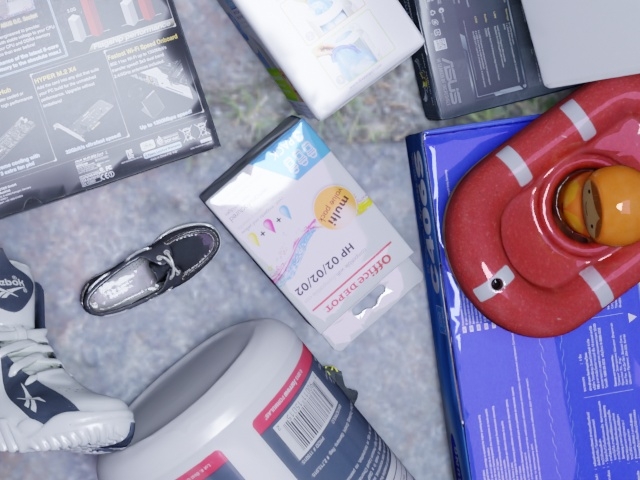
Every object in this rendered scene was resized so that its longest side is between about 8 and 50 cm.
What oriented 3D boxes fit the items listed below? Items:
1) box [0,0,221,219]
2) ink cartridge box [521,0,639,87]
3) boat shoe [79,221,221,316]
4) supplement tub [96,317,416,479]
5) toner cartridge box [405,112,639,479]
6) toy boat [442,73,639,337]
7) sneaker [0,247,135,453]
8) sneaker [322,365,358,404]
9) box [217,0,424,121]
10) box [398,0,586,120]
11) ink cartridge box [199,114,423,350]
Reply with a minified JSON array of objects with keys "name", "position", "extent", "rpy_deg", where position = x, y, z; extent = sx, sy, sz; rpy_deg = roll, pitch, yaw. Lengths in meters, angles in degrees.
[{"name":"box","position":[-0.259,-0.139,1.106],"extent":[0.307,0.076,0.242],"rpy_deg":[-20,100,-8]},{"name":"ink cartridge box","position":[0.298,-0.254,1.087],"extent":[0.270,0.197,0.198],"rpy_deg":[-25,102,-36]},{"name":"boat shoe","position":[-0.136,0.024,1.168],"extent":[0.125,0.038,0.046],"rpy_deg":[-24,101,-7]},{"name":"supplement tub","position":[-0.025,0.214,1.134],"extent":[0.191,0.191,0.272],"rpy_deg":[-39,102,-4]},{"name":"toner cartridge box","position":[0.178,0.072,1.197],"extent":[0.165,0.075,0.348],"rpy_deg":[-8,92,-7]},{"name":"toy boat","position":[0.204,-0.025,1.082],"extent":[0.231,0.151,0.151],"rpy_deg":[-37,95,-4]},{"name":"sneaker","position":[-0.231,0.080,1.088],"extent":[0.094,0.235,0.153],"rpy_deg":[10,81,-46]},{"name":"sneaker","position":[-0.002,0.115,1.213],"extent":[0.035,0.031,0.083],"rpy_deg":[-46,107,-16]},{"name":"box","position":[-0.027,-0.206,1.122],"extent":[0.103,0.114,0.203],"rpy_deg":[-36,102,-3]},{"name":"box","position":[0.152,-0.230,1.181],"extent":[0.183,0.059,0.233],"rpy_deg":[-16,99,-8]},{"name":"ink cartridge box","position":[0.000,0.000,1.179],"extent":[0.104,0.061,0.181],"rpy_deg":[-41,103,-3]}]
